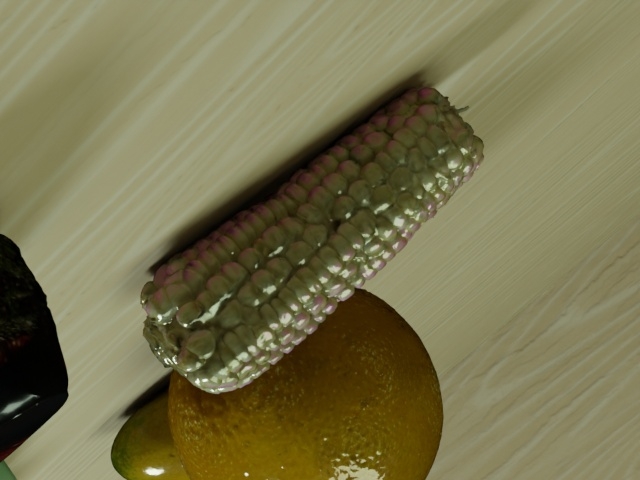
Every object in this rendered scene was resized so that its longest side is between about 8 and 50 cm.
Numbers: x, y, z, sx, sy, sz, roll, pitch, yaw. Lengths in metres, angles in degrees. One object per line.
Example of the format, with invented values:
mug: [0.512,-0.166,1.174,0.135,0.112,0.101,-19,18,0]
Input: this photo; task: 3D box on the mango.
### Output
mango: [-0.117,0.200,1.810,0.221,0.120,0.151,-14,164,-41]

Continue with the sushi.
sushi: [-0.249,0.088,1.085,0.136,0.126,0.225,-27,170,-40]

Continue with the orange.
orange: [-0.015,0.164,1.636,0.274,0.274,0.274,-34,167,-9]

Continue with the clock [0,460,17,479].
clock: [-0.362,0.279,1.587,0.148,0.060,0.188,-29,166,-31]

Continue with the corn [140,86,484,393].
corn: [-0.001,-0.001,1.411,0.335,0.127,0.126,-36,167,-7]
